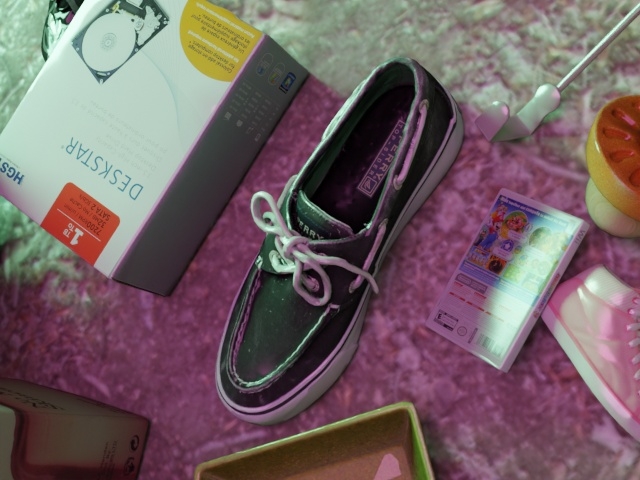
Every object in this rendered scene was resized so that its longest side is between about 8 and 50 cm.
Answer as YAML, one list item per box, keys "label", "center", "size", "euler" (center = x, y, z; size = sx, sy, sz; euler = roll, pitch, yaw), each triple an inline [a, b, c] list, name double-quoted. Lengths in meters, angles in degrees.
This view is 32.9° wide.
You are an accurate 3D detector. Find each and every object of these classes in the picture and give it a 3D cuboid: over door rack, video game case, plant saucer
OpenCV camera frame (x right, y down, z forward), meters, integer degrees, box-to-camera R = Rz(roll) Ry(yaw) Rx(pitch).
- label: "over door rack"
  center: [0.202, -0.263, 0.816]
  size: [0.324, 0.108, 0.239]
  euler: [-41, 65, 25]
- label: "video game case"
  center: [0.136, 0.027, 0.799]
  size: [0.087, 0.011, 0.122]
  euler: [30, 91, 51]
- label: "plant saucer"
  center: [0.013, 0.236, 0.803]
  size: [0.188, 0.045, 0.188]
  euler: [-20, 71, 17]

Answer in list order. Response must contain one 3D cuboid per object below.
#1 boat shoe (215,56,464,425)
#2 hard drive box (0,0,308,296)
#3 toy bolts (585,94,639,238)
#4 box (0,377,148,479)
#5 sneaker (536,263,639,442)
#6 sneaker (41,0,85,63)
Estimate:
- label: "boat shoe"
  center: [0.003, 0.002, 0.826]
  size: [0.113, 0.105, 0.306]
  euler: [37, 93, 25]
- label: "hard drive box"
  center: [-0.152, -0.099, 0.923]
  size: [0.181, 0.089, 0.232]
  euler: [33, 92, 26]
- label: "toy bolts"
  center: [0.305, -0.017, 0.720]
  size: [0.218, 0.158, 0.228]
  euler: [-9, 58, -21]
- label: "box"
  center: [-0.262, 0.174, 0.826]
  size: [0.148, 0.232, 0.127]
  euler: [12, 84, 23]
- label: "sneaker"
  center: [0.213, 0.075, 0.753]
  size: [0.070, 0.051, 0.134]
  euler: [-39, 63, 16]
- label: "sneaker"
  center: [-0.229, -0.244, 0.992]
  size: [0.067, 0.078, 0.188]
  euler: [5, 81, 23]
